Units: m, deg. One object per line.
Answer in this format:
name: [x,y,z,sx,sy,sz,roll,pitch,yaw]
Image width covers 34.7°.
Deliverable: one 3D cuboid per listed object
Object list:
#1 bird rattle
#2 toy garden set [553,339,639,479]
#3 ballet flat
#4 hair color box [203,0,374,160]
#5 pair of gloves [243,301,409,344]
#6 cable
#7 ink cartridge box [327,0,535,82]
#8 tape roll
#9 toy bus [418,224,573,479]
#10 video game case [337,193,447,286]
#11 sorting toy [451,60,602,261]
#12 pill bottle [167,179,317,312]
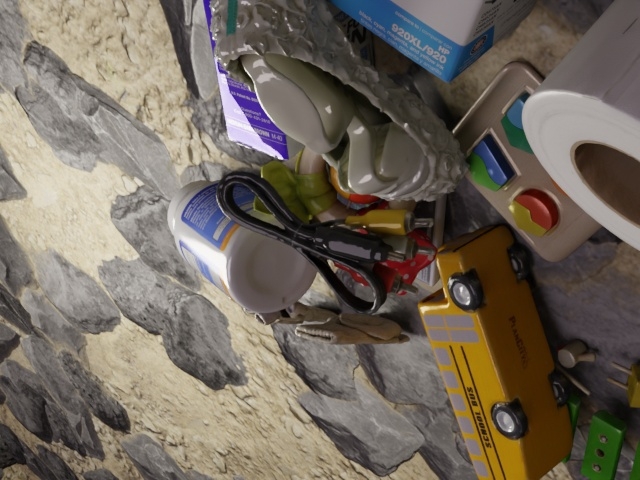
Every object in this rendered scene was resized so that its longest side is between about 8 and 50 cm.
bird rattle: [0.047,-0.056,1.336,0.253,0.143,0.207,33,125,16]
toy garden set: [0.360,0.217,1.352,0.244,0.049,0.203,29,133,36]
ballet flat: [0.020,-0.128,1.122,0.147,0.147,0.409,1,151,46]
hair color box: [-0.037,-0.287,1.187,0.110,0.185,0.338,21,137,33]
pair of gloves: [0.001,0.116,1.541,0.240,0.204,0.042,13,94,43]
cable: [0.000,0.000,1.306,0.287,0.072,0.139,18,109,20]
ink cartridge box: [0.138,-0.314,0.987,0.168,0.171,0.232,38,144,15]
tape roll: [0.326,-0.104,0.911,0.246,0.169,0.246,40,171,7]
toy bus: [0.227,0.152,1.339,0.130,0.108,0.332,-6,107,54]
video game case: [0.093,-0.042,1.416,0.173,0.022,0.190,27,139,28]
sorting toy: [0.250,-0.083,1.200,0.208,0.038,0.193,44,144,6]
pill bottle: [-0.128,-0.005,1.538,0.272,0.152,0.152,32,146,55]
